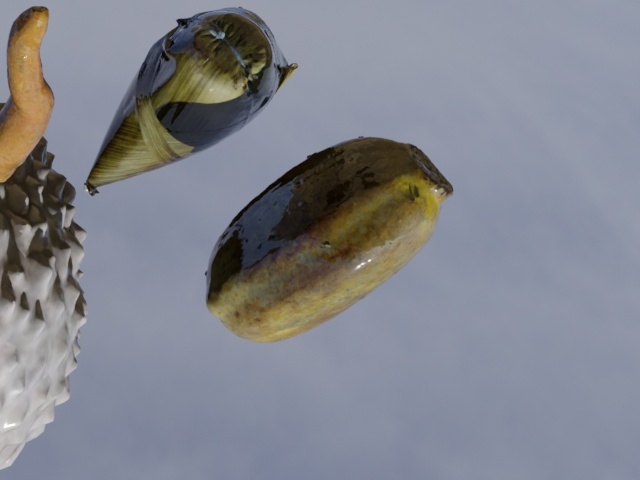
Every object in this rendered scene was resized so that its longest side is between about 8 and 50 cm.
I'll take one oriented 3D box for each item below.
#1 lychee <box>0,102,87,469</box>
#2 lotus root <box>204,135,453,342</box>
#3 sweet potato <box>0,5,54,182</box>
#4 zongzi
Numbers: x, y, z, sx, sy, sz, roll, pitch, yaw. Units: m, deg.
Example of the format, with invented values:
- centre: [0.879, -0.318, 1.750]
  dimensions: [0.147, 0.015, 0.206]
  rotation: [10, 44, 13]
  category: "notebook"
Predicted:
- centre: [-0.401, 0.044, 1.519]
  dimensions: [0.380, 0.380, 0.432]
  rotation: [23, -117, -21]
  category: "lychee"
- centre: [0.000, 0.000, 1.431]
  dimensions: [0.123, 0.241, 0.124]
  rotation: [-1, -123, -59]
  category: "lotus root"
- centre: [-0.200, -0.087, 1.112]
  dimensions: [0.044, 0.179, 0.044]
  rotation: [10, -125, -15]
  category: "sweet potato"
- centre: [-0.142, -0.121, 1.528]
  dimensions: [0.112, 0.242, 0.221]
  rotation: [53, -177, -1]
  category: "zongzi"
